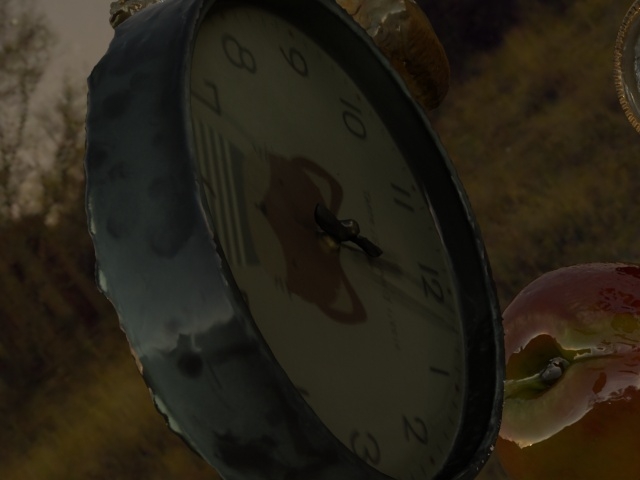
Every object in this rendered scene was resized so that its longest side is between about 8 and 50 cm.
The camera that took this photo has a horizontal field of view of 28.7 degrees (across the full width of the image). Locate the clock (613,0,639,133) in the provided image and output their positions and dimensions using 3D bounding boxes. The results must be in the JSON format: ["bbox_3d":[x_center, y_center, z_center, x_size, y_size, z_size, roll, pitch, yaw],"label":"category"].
[{"bbox_3d":[0.524,-0.211,1.551,0.200,0.244,0.317,-14,22,-36],"label":"clock"}]

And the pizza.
[{"bbox_3d":[-0.034,-0.164,1.018,0.297,0.071,0.189,7,-13,29],"label":"pizza"}]

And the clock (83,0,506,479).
[{"bbox_3d":[0.000,0.000,0.707,0.067,0.325,0.325,-23,11,29],"label":"clock"}]

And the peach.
[{"bbox_3d":[0.334,0.176,1.371,0.308,0.332,0.308,-32,42,34],"label":"peach"}]
